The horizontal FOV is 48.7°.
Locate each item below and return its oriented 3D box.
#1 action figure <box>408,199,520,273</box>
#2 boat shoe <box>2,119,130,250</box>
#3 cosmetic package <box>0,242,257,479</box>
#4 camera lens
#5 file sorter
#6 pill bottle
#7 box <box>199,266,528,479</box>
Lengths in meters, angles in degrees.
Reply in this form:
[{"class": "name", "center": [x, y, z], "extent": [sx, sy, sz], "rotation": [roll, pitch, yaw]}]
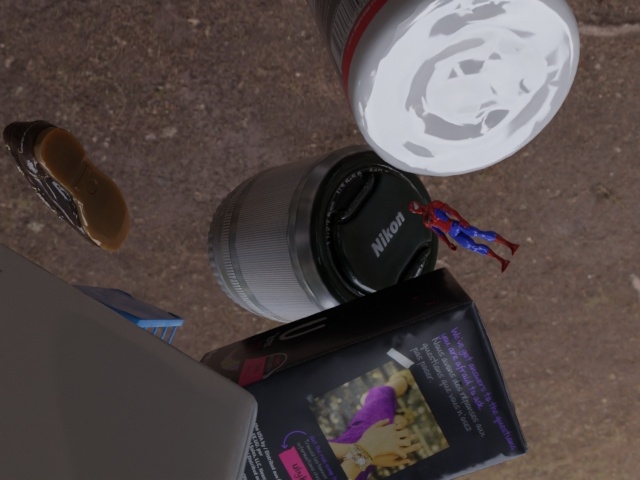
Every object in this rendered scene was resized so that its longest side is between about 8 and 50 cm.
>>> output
[{"class": "action figure", "center": [0.139, -0.009, 0.706], "extent": [0.115, 0.030, 0.038], "rotation": [31, 131, 16]}, {"class": "boat shoe", "center": [-0.299, -0.066, 0.848], "extent": [0.073, 0.073, 0.207], "rotation": [12, 145, 23]}, {"class": "cosmetic package", "center": [-0.292, 0.172, 0.324], "extent": [0.393, 0.327, 0.329], "rotation": [33, 109, -10]}, {"class": "camera lens", "center": [0.000, 0.000, 0.929], "extent": [0.219, 0.220, 0.274], "rotation": [24, 163, -32]}, {"class": "file sorter", "center": [-0.287, 0.132, 0.975], "extent": [0.118, 0.105, 0.170], "rotation": [23, 178, 10]}, {"class": "pill bottle", "center": [0.080, -0.218, 0.626], "extent": [0.176, 0.319, 0.176], "rotation": [-8, 135, -8]}, {"class": "box", "center": [0.023, 0.144, 0.649], "extent": [0.270, 0.165, 0.143], "rotation": [-20, 97, 4]}]
